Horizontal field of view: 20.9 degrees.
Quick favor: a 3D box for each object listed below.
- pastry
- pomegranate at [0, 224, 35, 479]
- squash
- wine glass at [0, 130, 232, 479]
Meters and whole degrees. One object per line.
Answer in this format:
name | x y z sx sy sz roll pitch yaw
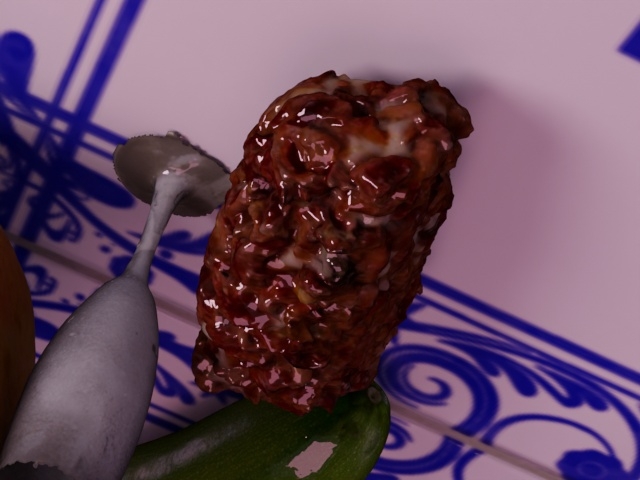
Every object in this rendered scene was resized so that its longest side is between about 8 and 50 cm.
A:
pastry | -0.001 0.001 0.809 0.097 0.115 0.208 27 144 8
pomegranate | -0.304 0.081 0.823 0.343 0.342 0.342 11 141 9
squash | -0.066 0.146 1.020 0.082 0.082 0.292 39 136 -25
wine glass | -0.098 0.040 0.812 0.066 0.198 0.066 11 141 9
